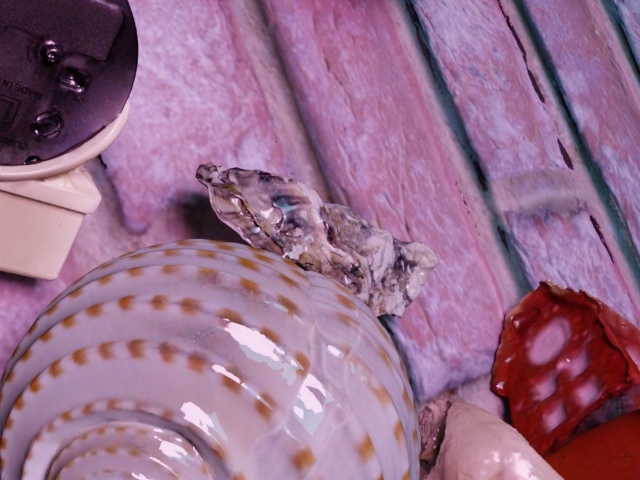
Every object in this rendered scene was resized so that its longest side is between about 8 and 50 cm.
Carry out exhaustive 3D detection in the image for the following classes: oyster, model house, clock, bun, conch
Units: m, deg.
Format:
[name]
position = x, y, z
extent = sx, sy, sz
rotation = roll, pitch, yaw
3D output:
[oyster]
position = -0.002, 0.003, 0.803
extent = 0.252, 0.087, 0.199
rotation = 33, 10, -9
[model house]
position = 0.298, 0.160, 0.952
extent = 0.196, 0.160, 0.254
rotation = 33, 23, -20
[clock]
position = -0.304, -0.115, 0.557
extent = 0.379, 0.276, 0.120
rotation = 14, 19, -34
[bun]
position = 0.140, 0.235, 0.777
extent = 0.128, 0.178, 0.193
rotation = -41, 83, -12
[conch]
position = -0.050, 0.114, 0.636
extent = 0.303, 0.215, 0.319
rotation = 36, 46, 0
